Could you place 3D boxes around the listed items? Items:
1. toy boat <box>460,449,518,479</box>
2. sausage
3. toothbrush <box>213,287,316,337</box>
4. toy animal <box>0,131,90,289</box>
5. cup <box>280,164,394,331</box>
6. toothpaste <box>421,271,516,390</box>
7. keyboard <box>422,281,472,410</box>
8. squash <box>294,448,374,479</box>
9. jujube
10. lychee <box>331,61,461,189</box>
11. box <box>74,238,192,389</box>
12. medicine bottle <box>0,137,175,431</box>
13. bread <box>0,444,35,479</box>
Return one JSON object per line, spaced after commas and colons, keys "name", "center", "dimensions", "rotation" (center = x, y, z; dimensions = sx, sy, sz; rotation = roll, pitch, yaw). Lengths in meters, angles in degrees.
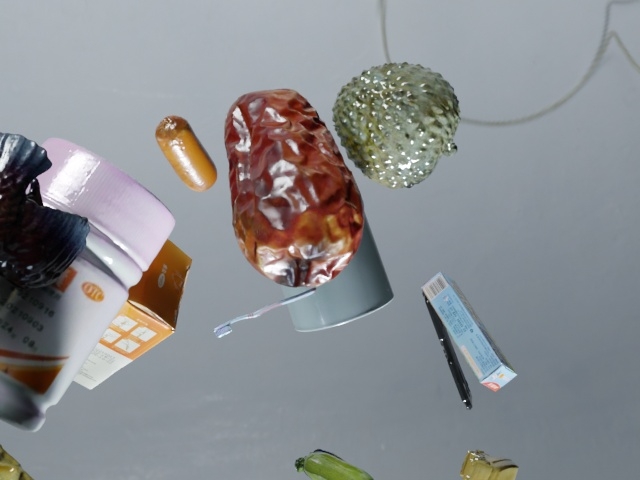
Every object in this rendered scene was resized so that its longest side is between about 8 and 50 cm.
{"name": "toy boat", "center": [0.283, 0.392, 1.456], "dimensions": [0.200, 0.077, 0.057], "rotation": [26, 84, -62]}
{"name": "sausage", "center": [-0.266, -0.171, 1.687], "dimensions": [0.076, 0.076, 0.198], "rotation": [-21, 144, 5]}
{"name": "toothbrush", "center": [-0.091, 0.118, 1.436], "dimensions": [0.193, 0.019, 0.013], "rotation": [-23, 166, -20]}
{"name": "toy animal", "center": [-0.356, -0.016, 0.882], "dimensions": [0.218, 0.180, 0.116], "rotation": [28, 141, -17]}
{"name": "cup", "center": [0.000, 0.000, 1.652], "dimensions": [0.205, 0.205, 0.312], "rotation": [-18, 96, 3]}
{"name": "toothpaste", "center": [0.224, 0.136, 1.272], "dimensions": [0.044, 0.193, 0.070], "rotation": [-42, 137, 15]}
{"name": "keyboard", "center": [0.258, 0.214, 1.735], "dimensions": [0.016, 0.106, 0.263], "rotation": [-21, 93, 11]}
{"name": "squash", "center": [0.022, 0.348, 1.270], "dimensions": [0.052, 0.183, 0.052], "rotation": [-4, 97, -33]}
{"name": "jujube", "center": [-0.053, -0.099, 1.361], "dimensions": [0.216, 0.342, 0.216], "rotation": [-12, 147, -8]}
{"name": "lychee", "center": [0.155, -0.234, 1.723], "dimensions": [0.274, 0.255, 0.255], "rotation": [18, 122, -6]}
{"name": "box", "center": [-0.456, 0.156, 1.924], "dimensions": [0.143, 0.225, 0.341], "rotation": [36, 127, -27]}
{"name": "medicine bottle", "center": [-0.346, 0.052, 1.054], "dimensions": [0.202, 0.202, 0.316], "rotation": [42, 70, -33]}
{"name": "bread", "center": [-0.308, 0.240, 0.811], "dimensions": [0.066, 0.110, 0.060], "rotation": [-53, 152, -6]}
